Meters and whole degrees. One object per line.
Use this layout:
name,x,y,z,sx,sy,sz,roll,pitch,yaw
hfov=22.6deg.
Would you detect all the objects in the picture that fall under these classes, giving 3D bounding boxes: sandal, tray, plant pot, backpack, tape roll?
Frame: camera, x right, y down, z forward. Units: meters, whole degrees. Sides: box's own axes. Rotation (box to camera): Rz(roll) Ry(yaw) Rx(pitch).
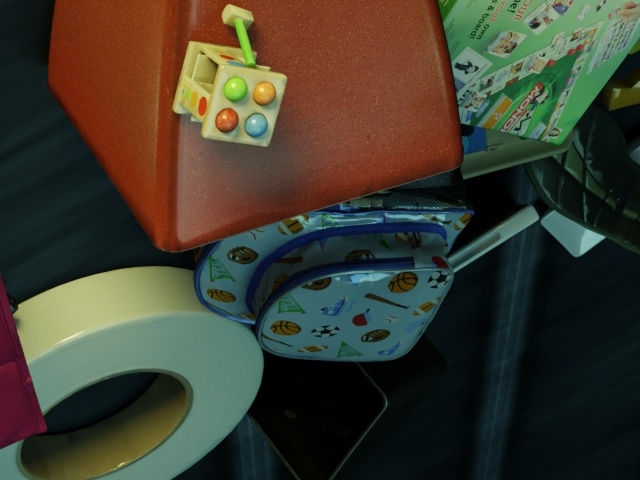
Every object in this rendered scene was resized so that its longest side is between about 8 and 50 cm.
sandal,0.313,-0.069,1.854,0.303,0.086,0.120,35,86,-42
tray,0.394,-0.088,1.965,0.270,0.030,0.145,-37,147,11
plant pot,0.032,0.157,1.882,0.167,0.188,0.187,-16,147,-47
plant pot,-0.057,-0.189,1.254,0.267,0.267,0.235,-17,131,-21
backpack,0.000,0.000,1.588,0.264,0.213,0.276,6,141,-13
tape roll,-0.249,0.181,1.768,0.392,0.072,0.392,-22,147,-15

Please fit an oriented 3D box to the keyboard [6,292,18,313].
keyboard,-0.388,0.101,1.589,0.192,0.038,0.100,-36,125,11

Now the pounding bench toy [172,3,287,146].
pounding bench toy,-0.058,-0.115,1.103,0.052,0.065,0.083,6,110,-31

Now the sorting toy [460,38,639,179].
sorting toy,0.232,-0.170,1.659,0.307,0.041,0.229,-15,137,-19

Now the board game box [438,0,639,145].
board game box,0.211,-0.229,1.400,0.214,0.046,0.317,9,129,-36

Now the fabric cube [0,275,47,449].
fabric cube,-0.399,0.050,1.286,0.258,0.254,0.259,-23,147,-15

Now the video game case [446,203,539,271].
video game case,0.160,0.015,1.828,0.183,0.023,0.201,-32,180,3
